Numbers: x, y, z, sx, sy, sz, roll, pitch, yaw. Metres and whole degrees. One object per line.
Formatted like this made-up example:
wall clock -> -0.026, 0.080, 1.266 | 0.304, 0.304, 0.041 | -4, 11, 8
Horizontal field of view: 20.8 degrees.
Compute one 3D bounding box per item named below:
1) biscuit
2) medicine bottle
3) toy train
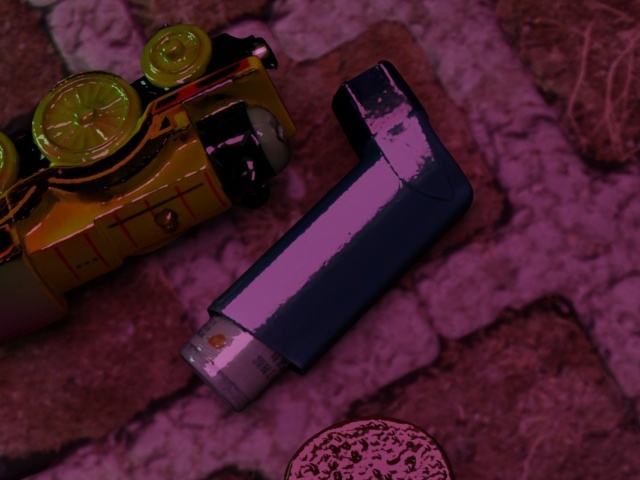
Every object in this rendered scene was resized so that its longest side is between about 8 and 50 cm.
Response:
biscuit -> 0.018, 0.199, 1.190 | 0.124, 0.026, 0.175 | 33, 77, 19
medicine bottle -> 0.000, 0.000, 1.235 | 0.124, 0.079, 0.258 | 42, 81, 8
toy train -> -0.154, -0.043, 1.250 | 0.296, 0.100, 0.160 | -27, 54, 1
